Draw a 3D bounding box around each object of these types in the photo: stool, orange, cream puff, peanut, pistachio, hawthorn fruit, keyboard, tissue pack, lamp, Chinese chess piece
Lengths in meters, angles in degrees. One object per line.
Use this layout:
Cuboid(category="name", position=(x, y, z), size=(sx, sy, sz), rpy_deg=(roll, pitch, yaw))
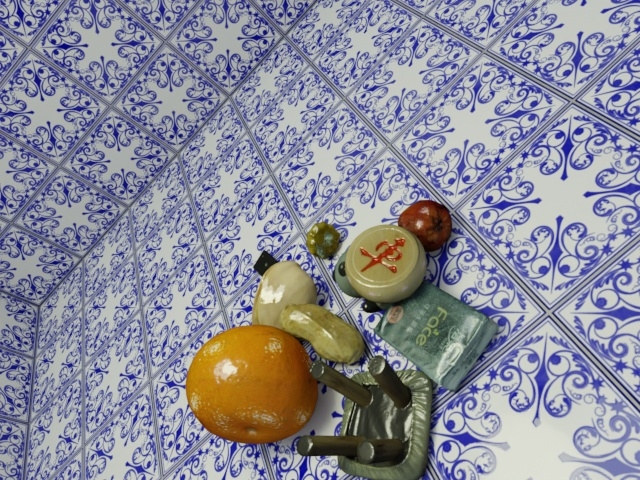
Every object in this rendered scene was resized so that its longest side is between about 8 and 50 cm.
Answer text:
Cuboid(category="stool", position=(0.127, 0.488, 1.522), size=(0.310, 0.226, 0.311), rpy_deg=(-13, 56, 39))
Cuboid(category="orange", position=(-0.212, 0.449, 1.740), size=(0.423, 0.424, 0.326), rpy_deg=(-26, 40, 30))
Cuboid(category="cream puff", position=(0.000, 0.000, 2.095), size=(0.146, 0.146, 0.116), rpy_deg=(-64, 23, -12))
Cuboid(category="peanut", position=(0.003, 0.298, 1.793), size=(0.305, 0.147, 0.147), rpy_deg=(32, 86, 15))
Cuboid(category="pistachio", position=(-0.131, 0.231, 1.968), size=(0.229, 0.237, 0.322), rpy_deg=(11, 91, 55))
Cuboid(category="hawthorn fruit", position=(0.338, -0.042, 1.770), size=(0.179, 0.173, 0.174), rpy_deg=(128, 150, -47))
Cuboid(category="keyboard", position=(-0.182, 0.137, 2.254), size=(0.106, 0.027, 0.317), rpy_deg=(-56, 38, 3))
Cuboid(category="tissue pack", position=(0.325, 0.258, 1.588), size=(0.228, 0.103, 0.315), rpy_deg=(-56, 38, -1))
Cuboid(category="lamp", position=(0.156, 0.121, 1.810), size=(0.198, 0.197, 0.244), rpy_deg=(-46, 48, 10))
Cuboid(category="Chinese chess piece", position=(0.196, 0.067, 1.661), size=(0.250, 0.097, 0.251), rpy_deg=(-10, 54, 14))

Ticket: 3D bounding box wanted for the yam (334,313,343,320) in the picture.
Cuboid(category="yam", position=(0.032, 0.319, 1.881), size=(0.132, 0.054, 0.054), rpy_deg=(-53, 39, 2))
